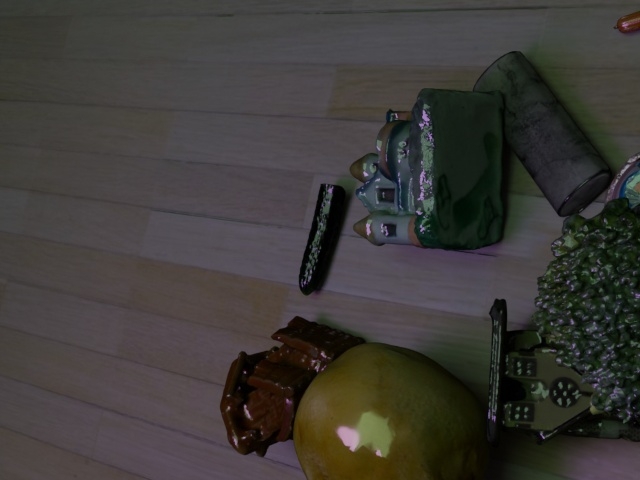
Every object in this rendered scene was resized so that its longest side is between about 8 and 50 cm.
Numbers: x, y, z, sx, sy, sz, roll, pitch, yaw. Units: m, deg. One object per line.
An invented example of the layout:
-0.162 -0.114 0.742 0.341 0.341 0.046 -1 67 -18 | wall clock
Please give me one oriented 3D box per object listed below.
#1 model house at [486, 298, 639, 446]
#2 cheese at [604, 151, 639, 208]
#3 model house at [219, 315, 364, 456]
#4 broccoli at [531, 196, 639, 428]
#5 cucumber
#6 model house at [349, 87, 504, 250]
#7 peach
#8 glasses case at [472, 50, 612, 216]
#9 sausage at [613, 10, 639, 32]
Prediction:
0.394 0.209 1.832 0.278 0.205 0.218 2 78 10 | model house
0.528 -0.098 1.846 0.189 0.074 0.286 12 84 39 | cheese
-0.050 0.246 2.155 0.229 0.199 0.220 -39 68 30 | model house
0.479 0.092 1.695 0.324 0.272 0.334 -33 66 29 | broccoli
0.000 0.000 2.267 0.052 0.058 0.215 14 89 7 | cucumber
0.136 -0.120 2.090 0.325 0.194 0.267 3 95 48 | model house
0.118 0.316 1.928 0.315 0.281 0.314 -18 94 63 | peach
0.365 -0.182 2.014 0.114 0.060 0.299 -47 53 26 | glasses case
0.523 -0.358 1.954 0.107 0.031 0.031 -15 68 35 | sausage
